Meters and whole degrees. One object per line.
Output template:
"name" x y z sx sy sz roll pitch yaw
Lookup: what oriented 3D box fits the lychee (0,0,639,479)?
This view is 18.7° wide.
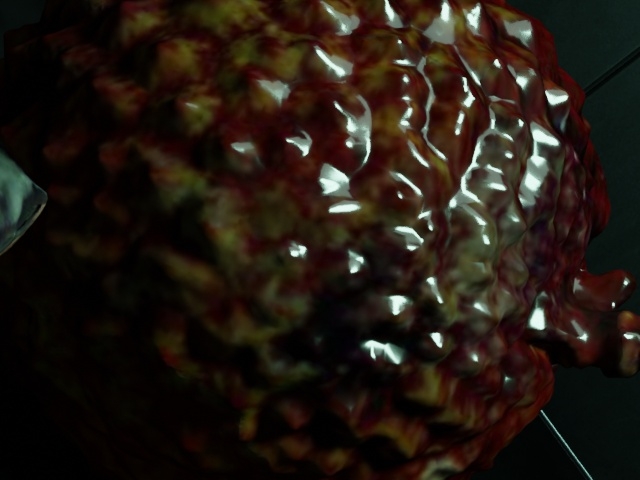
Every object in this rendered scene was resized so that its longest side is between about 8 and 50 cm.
"lychee" 0.000 0.000 1.275 0.500 0.425 0.424 26 9 16

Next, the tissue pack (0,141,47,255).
"tissue pack" -0.290 -0.016 0.879 0.245 0.123 0.332 49 36 -6
